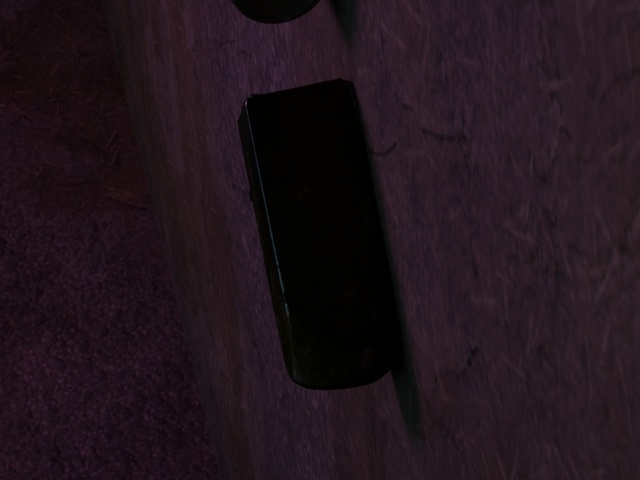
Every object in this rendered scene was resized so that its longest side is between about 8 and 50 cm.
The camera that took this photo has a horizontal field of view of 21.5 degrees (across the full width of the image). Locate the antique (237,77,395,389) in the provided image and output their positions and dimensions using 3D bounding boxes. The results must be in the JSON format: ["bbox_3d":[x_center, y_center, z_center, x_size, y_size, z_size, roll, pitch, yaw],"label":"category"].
[{"bbox_3d":[0.000,0.000,1.248,0.080,0.081,0.221,124,134,-78],"label":"antique"}]

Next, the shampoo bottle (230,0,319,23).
[{"bbox_3d":[-0.057,-0.274,1.278,0.234,0.087,0.118,-110,11,-45],"label":"shampoo bottle"}]
